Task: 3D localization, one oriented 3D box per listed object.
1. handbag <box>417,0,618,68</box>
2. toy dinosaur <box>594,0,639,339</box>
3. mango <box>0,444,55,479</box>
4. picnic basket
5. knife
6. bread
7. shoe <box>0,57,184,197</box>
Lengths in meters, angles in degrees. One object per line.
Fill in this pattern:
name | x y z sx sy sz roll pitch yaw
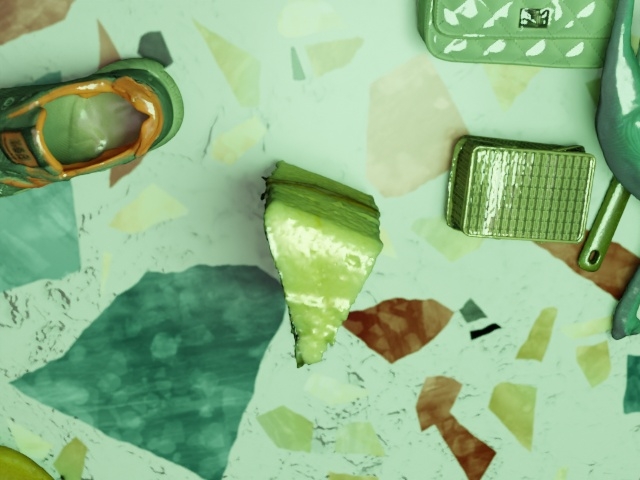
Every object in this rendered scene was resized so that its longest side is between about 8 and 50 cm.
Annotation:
handbag | 0.233 -0.302 1.084 0.256 0.079 0.219 0 122 -6
toy dinosaur | 0.353 -0.071 1.137 0.383 0.129 0.331 29 103 -33
mango | -0.383 0.326 1.196 0.227 0.109 0.147 21 100 -12
picnic basket | 0.237 -0.060 1.173 0.164 0.079 0.115 4 105 -7
knife | 0.381 -0.122 1.199 0.061 0.027 0.343 20 102 -8
bread | 0.000 0.000 1.070 0.142 0.266 0.178 -28 105 6
shoe | -0.314 -0.106 1.056 0.336 0.171 0.132 -12 106 -3
